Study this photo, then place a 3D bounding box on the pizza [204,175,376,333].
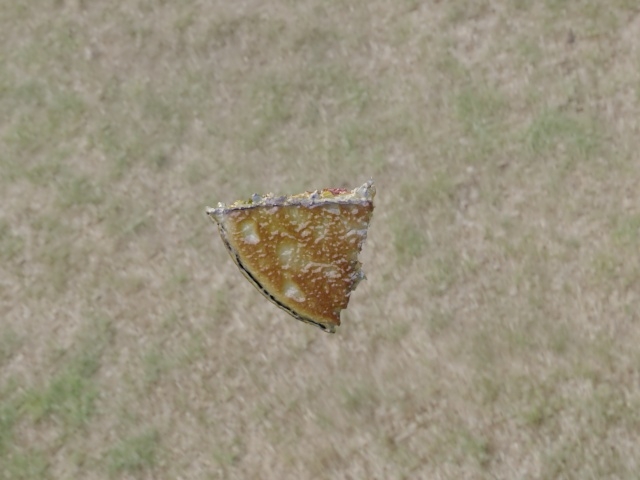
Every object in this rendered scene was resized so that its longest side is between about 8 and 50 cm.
[{"bbox_3d":[-0.008,0.011,0.708,0.100,0.099,0.029,-8,29,12],"label":"pizza"}]
